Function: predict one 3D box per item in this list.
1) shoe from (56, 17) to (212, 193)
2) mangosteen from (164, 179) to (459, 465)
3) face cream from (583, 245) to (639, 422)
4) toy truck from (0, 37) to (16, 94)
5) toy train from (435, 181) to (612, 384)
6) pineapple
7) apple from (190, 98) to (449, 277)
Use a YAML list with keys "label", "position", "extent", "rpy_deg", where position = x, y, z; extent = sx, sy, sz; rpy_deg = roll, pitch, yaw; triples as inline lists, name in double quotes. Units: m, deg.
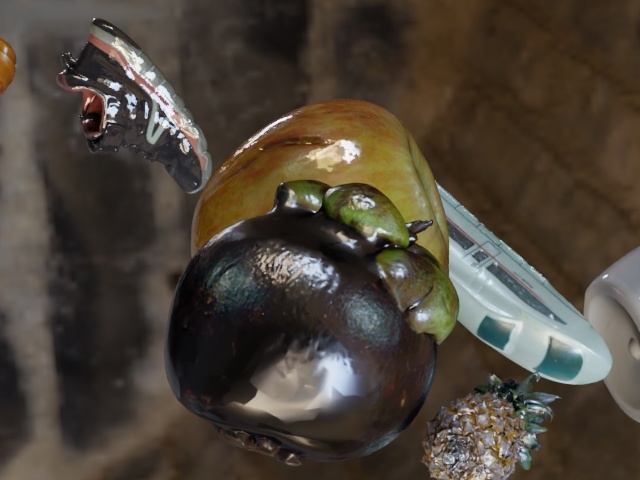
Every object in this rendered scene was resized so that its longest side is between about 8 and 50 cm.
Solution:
- label: "shoe"
  position: [-0.254, -0.159, 2.634]
  extent: [0.291, 0.137, 0.114]
  rpy_deg: [54, -10, -29]
- label: "mangosteen"
  position: [-0.005, 0.064, 1.550]
  extent: [0.243, 0.243, 0.243]
  rpy_deg: [175, -90, -77]
- label: "face cream"
  position: [0.512, 0.095, 2.276]
  extent: [0.312, 0.357, 0.219]
  rpy_deg: [-123, -153, -53]
- label: "toy truck"
  position: [-0.460, -0.145, 2.086]
  extent: [0.288, 0.212, 0.204]
  rpy_deg: [-27, -140, 55]
- label: "toy train"
  position: [0.157, 0.030, 2.203]
  extent: [0.407, 0.088, 0.086]
  rpy_deg: [42, -43, 21]
- label: "pineapple"
  position: [0.140, 0.170, 1.669]
  extent: [0.103, 0.083, 0.221]
  rpy_deg: [-64, 165, 14]
- label: "apple"
  position: [0.000, 0.000, 1.895]
  extent: [0.264, 0.264, 0.264]
  rpy_deg: [175, -90, -77]
